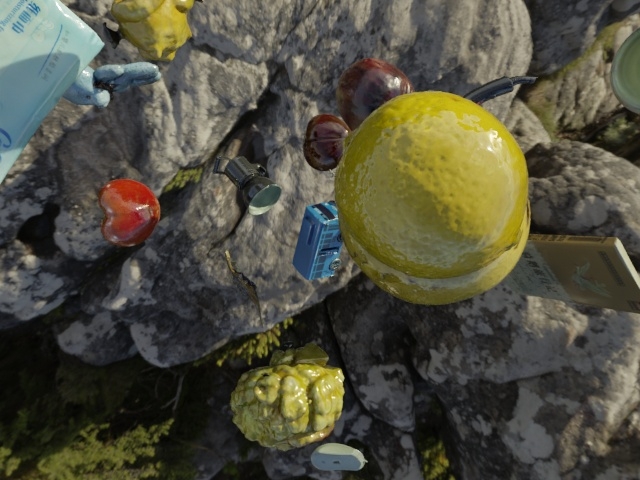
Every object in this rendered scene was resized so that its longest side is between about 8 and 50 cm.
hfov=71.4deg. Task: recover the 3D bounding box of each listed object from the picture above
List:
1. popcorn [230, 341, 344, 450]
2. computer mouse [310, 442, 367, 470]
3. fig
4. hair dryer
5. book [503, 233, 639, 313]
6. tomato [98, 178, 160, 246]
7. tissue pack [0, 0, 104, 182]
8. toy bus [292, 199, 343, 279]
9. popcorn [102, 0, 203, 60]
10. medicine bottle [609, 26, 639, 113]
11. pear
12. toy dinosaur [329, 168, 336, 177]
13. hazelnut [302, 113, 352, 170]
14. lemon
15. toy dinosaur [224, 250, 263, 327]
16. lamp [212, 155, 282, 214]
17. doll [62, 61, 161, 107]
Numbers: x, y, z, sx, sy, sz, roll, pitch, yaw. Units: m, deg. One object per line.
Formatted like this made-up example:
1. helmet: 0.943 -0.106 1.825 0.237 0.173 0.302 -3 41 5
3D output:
1. popcorn: -0.057 0.284 0.824 0.218 0.189 0.169 -16 97 42
2. computer mouse: 0.036 0.412 0.852 0.110 0.032 0.055 -5 116 14
3. fig: 0.151 -0.390 1.235 0.224 0.224 0.263 -35 70 4
4. hair dryer: 0.372 -0.300 1.002 0.272 0.235 0.091 -31 148 10
5. book: 0.490 0.063 0.930 0.217 0.310 0.021 46 71 -24
6. tomato: -0.631 -0.097 1.511 0.140 0.200 0.232 -2 99 30
7. tissue pack: -0.416 -0.204 0.537 0.177 0.089 0.263 40 74 -42
8. toy bus: 0.000 0.000 1.096 0.106 0.090 0.184 -7 126 -33
9. popcorn: -0.469 -0.671 1.249 0.281 0.297 0.315 -6 114 -6
10. medicine bottle: 0.552 -0.274 0.712 0.147 0.143 0.147 10 107 35
11. pear: 0.200 -0.047 0.815 0.349 0.348 0.348 -1 103 -4
12. toy dinosaur: 0.087 -0.248 1.616 0.108 0.220 0.032 -11 114 -12
13. hazelnut: 0.036 -0.379 1.740 0.230 0.229 0.229 -1 103 -4
14. lemon: 0.111 -0.051 0.444 0.203 0.178 0.178 31 99 2
15. toy dinosaur: -0.138 0.081 0.809 0.037 0.058 0.180 -30 126 1
16. lamp: -0.260 -0.223 1.631 0.227 0.172 0.147 49 137 21
17. doll: -0.381 -0.276 0.803 0.180 0.120 0.075 -5 87 -9
